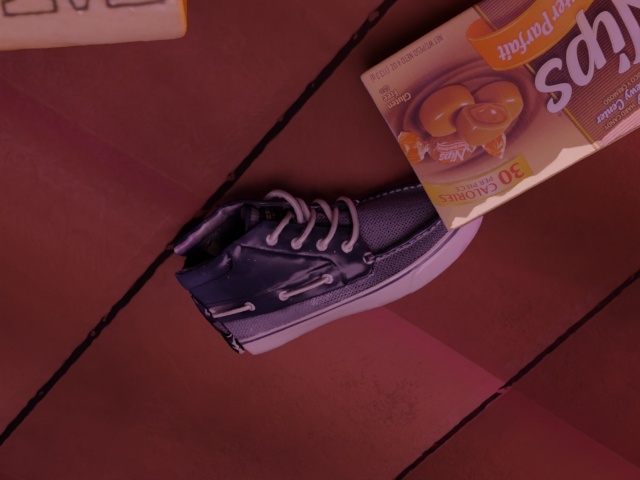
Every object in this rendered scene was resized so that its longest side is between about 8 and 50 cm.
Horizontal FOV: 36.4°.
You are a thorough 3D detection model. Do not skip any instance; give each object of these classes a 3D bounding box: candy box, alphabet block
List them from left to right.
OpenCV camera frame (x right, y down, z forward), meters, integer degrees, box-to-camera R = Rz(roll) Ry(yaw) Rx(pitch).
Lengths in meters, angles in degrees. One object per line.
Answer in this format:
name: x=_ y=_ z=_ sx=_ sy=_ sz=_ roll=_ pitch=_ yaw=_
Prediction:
alphabet block: x=-0.217 y=-0.281 z=0.798 sx=0.197 sy=0.192 sz=0.193 roll=-5 pitch=127 yaw=-4
candy box: x=0.222 y=-0.163 z=0.957 sx=0.316 sy=0.087 sz=0.183 roll=-30 pitch=88 yaw=12

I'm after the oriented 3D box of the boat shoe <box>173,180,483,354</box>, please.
boat shoe: x=0.000 y=0.000 z=1.062 sx=0.340 sy=0.127 sz=0.158 roll=-30 pitch=131 yaw=13
